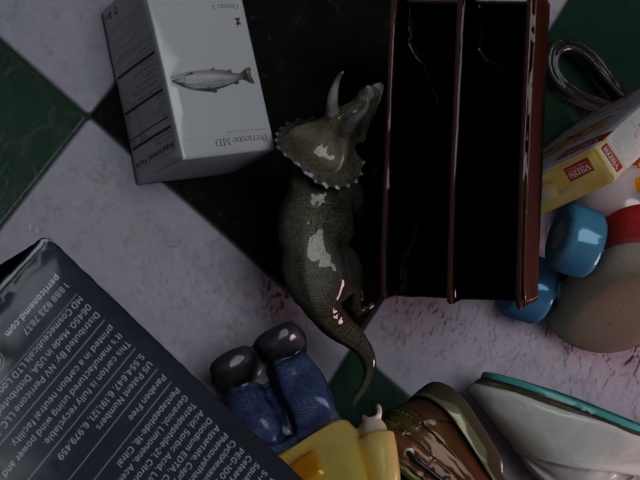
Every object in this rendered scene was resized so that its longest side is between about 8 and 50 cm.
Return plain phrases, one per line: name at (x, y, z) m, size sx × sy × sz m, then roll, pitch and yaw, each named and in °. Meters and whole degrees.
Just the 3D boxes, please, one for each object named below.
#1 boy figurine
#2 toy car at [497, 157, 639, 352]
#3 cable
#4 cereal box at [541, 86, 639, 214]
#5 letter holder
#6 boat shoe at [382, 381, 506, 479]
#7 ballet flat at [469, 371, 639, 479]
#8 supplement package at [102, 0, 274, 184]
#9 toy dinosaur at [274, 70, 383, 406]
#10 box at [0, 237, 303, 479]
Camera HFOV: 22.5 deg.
boy figurine at (-0.007, 0.225, 1.475) m, size 0.177 × 0.092 × 0.285 m, roll -25°, pitch 65°, yaw -4°
toy car at (0.332, -0.016, 1.745) m, size 0.219 × 0.210 × 0.238 m, roll 17°, pitch 56°, yaw -14°
cable at (0.372, -0.139, 1.890) m, size 0.287 × 0.072 × 0.139 m, roll 17°, pitch 86°, yaw -13°
cereal box at (0.290, -0.098, 1.715) m, size 0.240 × 0.173 × 0.047 m, roll -37°, pitch 97°, yaw -46°
letter holder at (0.134, -0.090, 1.526) m, size 0.152 × 0.214 × 0.301 m, roll 2°, pitch 91°, yaw 9°
boat shoe at (0.152, 0.290, 1.553) m, size 0.104 × 0.111 × 0.307 m, roll -34°, pitch 85°, yaw -29°
ballet flat at (0.324, 0.242, 1.714) m, size 0.400 × 0.139 × 0.139 m, roll 16°, pitch 70°, yaw -27°
supplement package at (-0.128, -0.155, 1.550) m, size 0.105 × 0.105 × 0.179 m, roll -9°, pitch 83°, yaw -33°
toy dinosaur at (0.000, 0.000, 1.551) m, size 0.160 × 0.121 × 0.313 m, roll 4°, pitch 92°, yaw -70°
box at (-0.193, 0.229, 1.302) m, size 0.395 × 0.293 × 0.212 m, roll 44°, pitch 60°, yaw -13°
